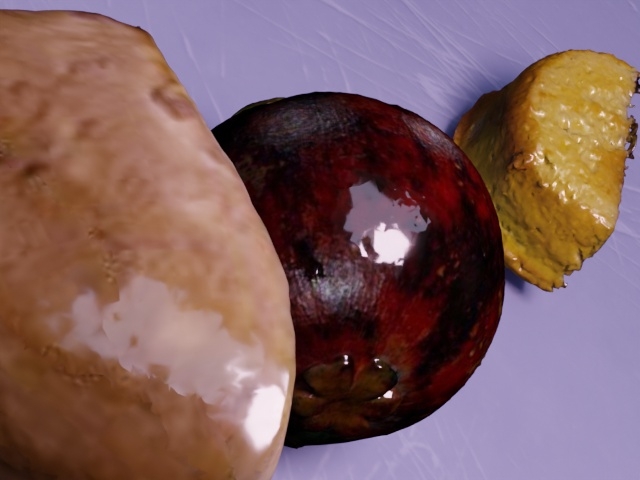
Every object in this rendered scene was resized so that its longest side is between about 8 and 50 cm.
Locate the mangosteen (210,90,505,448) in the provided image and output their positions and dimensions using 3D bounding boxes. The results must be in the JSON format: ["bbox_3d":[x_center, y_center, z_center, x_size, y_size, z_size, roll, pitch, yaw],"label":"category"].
[{"bbox_3d":[-0.001,0.017,1.253,0.311,0.311,0.311,22,50,-29],"label":"mangosteen"}]

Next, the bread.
[{"bbox_3d":[0.217,-0.089,1.597,0.147,0.160,0.260,29,53,-14],"label":"bread"}]

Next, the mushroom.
[{"bbox_3d":[-0.201,0.026,1.021,0.314,0.224,0.397,5,38,-39],"label":"mushroom"}]
